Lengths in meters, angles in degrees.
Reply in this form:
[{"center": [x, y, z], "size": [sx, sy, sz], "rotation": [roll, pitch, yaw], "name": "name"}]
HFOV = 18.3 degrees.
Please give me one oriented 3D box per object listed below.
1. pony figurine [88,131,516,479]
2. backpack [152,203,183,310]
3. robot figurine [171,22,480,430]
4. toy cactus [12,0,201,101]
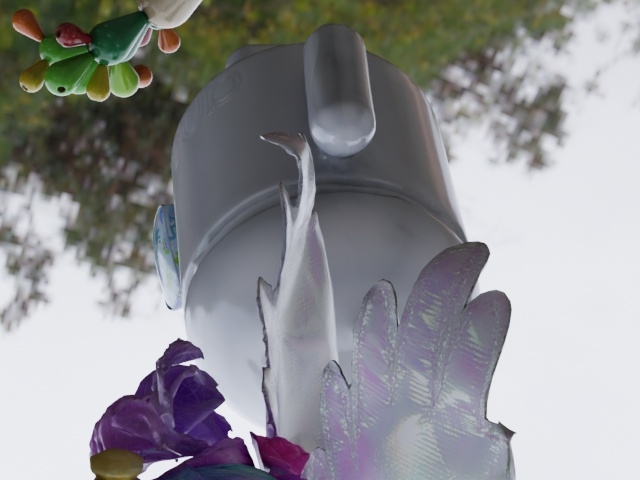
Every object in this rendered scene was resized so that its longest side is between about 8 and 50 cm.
[{"center": [-0.038, 0.156, 0.886], "size": [0.364, 0.351, 0.303], "rotation": [-11, -160, -9], "name": "pony figurine"}, {"center": [-0.098, 0.015, 1.691], "size": [0.084, 0.114, 0.105], "rotation": [-11, -118, -10], "name": "backpack"}, {"center": [0.000, 0.000, 1.387], "size": [0.200, 0.300, 0.353], "rotation": [-2, -142, -6], "name": "robot figurine"}, {"center": [-0.164, -0.194, 1.722], "size": [0.112, 0.180, 0.219], "rotation": [56, -150, 4], "name": "toy cactus"}]
